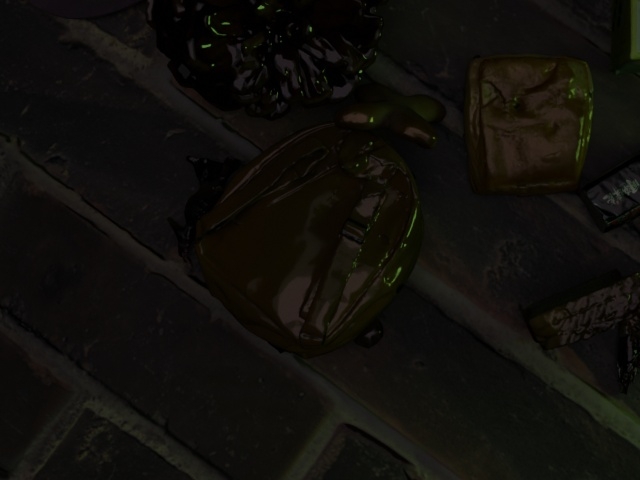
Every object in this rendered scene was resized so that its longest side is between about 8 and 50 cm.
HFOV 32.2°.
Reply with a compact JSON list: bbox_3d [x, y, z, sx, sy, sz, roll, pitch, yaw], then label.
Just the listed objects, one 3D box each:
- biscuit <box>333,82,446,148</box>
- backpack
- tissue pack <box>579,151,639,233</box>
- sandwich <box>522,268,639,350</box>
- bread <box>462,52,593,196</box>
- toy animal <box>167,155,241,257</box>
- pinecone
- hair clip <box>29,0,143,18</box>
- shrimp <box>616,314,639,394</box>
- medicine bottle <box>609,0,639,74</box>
[{"bbox_3d":[0.117,-0.206,1.786,0.164,0.208,0.047,13,111,7],"label":"biscuit"},{"bbox_3d":[0.000,0.000,1.797,0.378,0.201,0.353,-43,77,1],"label":"backpack"},{"bbox_3d":[0.514,-0.089,1.796,0.170,0.103,0.090,-33,80,5],"label":"tissue pack"},{"bbox_3d":[0.415,0.108,1.752,0.186,0.214,0.065,-23,88,8],"label":"sandwich"},{"bbox_3d":[0.339,-0.189,1.814,0.210,0.099,0.235,1,90,6],"label":"bread"},{"bbox_3d":[-0.203,-0.064,1.889,0.105,0.070,0.202,39,106,47],"label":"toy animal"},{"bbox_3d":[-0.069,-0.379,1.729,0.397,0.398,0.398,0,90,6],"label":"pinecone"},{"bbox_3d":[-0.365,-0.456,1.905,0.358,0.110,0.096,-9,49,10],"label":"hair clip"},{"bbox_3d":[0.532,0.179,1.829,0.091,0.034,0.161,11,91,5],"label":"shrimp"},{"bbox_3d":[0.544,-0.397,1.772,0.141,0.137,0.250,1,90,7],"label":"medicine bottle"}]
